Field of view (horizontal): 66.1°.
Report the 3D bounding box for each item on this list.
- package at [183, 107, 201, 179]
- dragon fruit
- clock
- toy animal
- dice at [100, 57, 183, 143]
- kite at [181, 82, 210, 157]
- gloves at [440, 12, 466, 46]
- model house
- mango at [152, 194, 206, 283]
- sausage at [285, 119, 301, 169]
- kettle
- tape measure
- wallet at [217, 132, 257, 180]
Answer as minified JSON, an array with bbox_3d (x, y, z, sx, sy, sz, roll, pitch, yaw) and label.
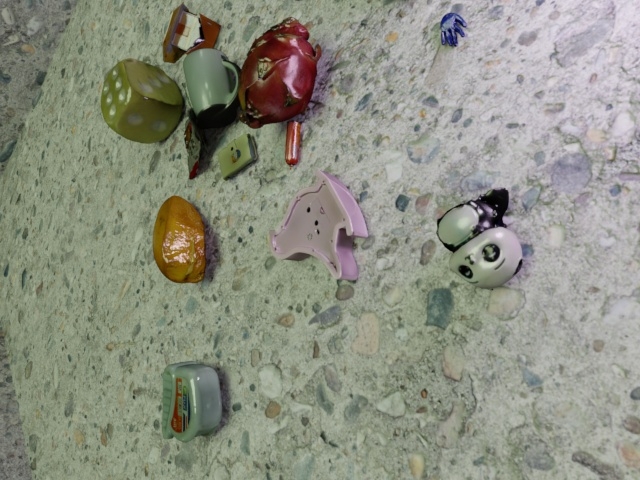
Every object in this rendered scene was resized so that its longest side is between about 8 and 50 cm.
[{"bbox_3d":[-0.469,-0.358,1.800,0.154,0.030,0.239,-32,66,61],"label":"package"},{"bbox_3d":[-0.123,-0.466,1.423,0.250,0.250,0.314,18,77,41],"label":"dragon fruit"},{"bbox_3d":[0.000,0.000,1.335,0.275,0.080,0.290,-46,56,26],"label":"clock"},{"bbox_3d":[0.336,0.005,1.008,0.166,0.138,0.179,-44,51,46],"label":"toy animal"},{"bbox_3d":[-0.698,-0.537,1.915,0.227,0.233,0.238,-40,59,29],"label":"dice"},{"bbox_3d":[-0.434,-0.416,1.719,0.323,0.013,0.267,-110,4,-68],"label":"kite"},{"bbox_3d":[0.319,-0.508,1.181,0.064,0.026,0.086,-9,77,37],"label":"gloves"},{"bbox_3d":[-0.468,-0.734,1.823,0.136,0.207,0.219,23,99,3],"label":"model house"},{"bbox_3d":[-0.490,-0.016,1.689,0.199,0.201,0.350,-27,54,5],"label":"mango"},{"bbox_3d":[-0.085,-0.284,1.474,0.048,0.050,0.145,5,84,-1],"label":"sausage"},{"bbox_3d":[-0.349,-0.519,1.668,0.221,0.161,0.236,-23,69,26],"label":"kettle"},{"bbox_3d":[-0.408,0.516,1.569,0.246,0.125,0.243,-3,87,43],"label":"tape measure"},{"bbox_3d":[-0.278,-0.281,1.644,0.155,0.039,0.110,-26,70,35],"label":"wallet"}]
